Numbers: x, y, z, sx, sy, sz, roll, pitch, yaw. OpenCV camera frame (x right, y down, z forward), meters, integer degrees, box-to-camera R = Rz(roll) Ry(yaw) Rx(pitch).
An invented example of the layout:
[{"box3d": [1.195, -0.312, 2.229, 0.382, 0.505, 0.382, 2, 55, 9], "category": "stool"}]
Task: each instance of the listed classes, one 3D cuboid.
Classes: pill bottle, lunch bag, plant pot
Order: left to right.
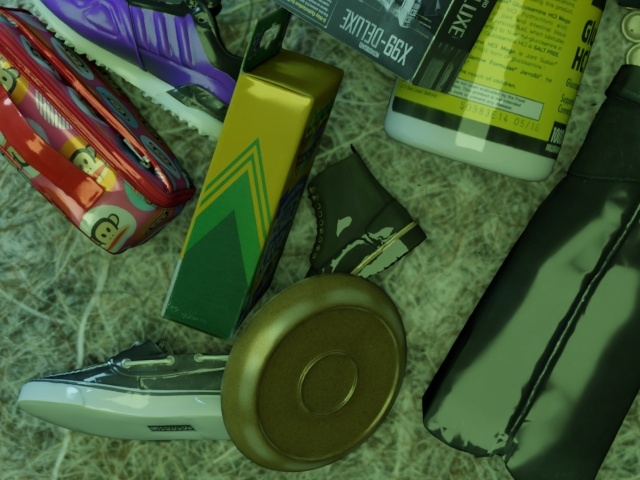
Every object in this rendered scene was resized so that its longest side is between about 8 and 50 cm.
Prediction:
[{"box3d": [-0.276, -0.117, 1.569, 0.120, 0.258, 0.293, -44, 90, 8], "category": "lunch bag"}, {"box3d": [0.003, 0.150, 1.603, 0.236, 0.032, 0.236, -13, 115, -29], "category": "plant pot"}, {"box3d": [0.198, -0.242, 1.541, 0.188, 0.188, 0.334, 17, 97, 5], "category": "pill bottle"}]

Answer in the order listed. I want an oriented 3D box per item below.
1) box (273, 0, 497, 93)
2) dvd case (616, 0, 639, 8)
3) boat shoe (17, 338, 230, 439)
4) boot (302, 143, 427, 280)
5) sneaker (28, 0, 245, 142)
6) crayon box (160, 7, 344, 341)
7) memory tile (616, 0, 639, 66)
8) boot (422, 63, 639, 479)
[{"box3d": [0.054, -0.323, 1.484, 0.307, 0.076, 0.242, 34, 106, 31], "category": "box"}, {"box3d": [0.431, -0.293, 1.531, 0.239, 0.179, 0.029, 8, 140, 5], "category": "dvd case"}, {"box3d": [-0.192, 0.162, 1.670, 0.301, 0.108, 0.102, -1, 63, 16], "category": "boat shoe"}, {"box3d": [0.000, 0.000, 1.650, 0.198, 0.077, 0.137, -35, 86, -5], "category": "boot"}, {"box3d": [-0.183, -0.242, 1.632, 0.293, 0.102, 0.146, 35, 98, -5], "category": "sneaker"}, {"box3d": [-0.060, -0.077, 1.551, 0.083, 0.203, 0.323, 20, 107, 5], "category": "crayon box"}, {"box3d": [0.379, -0.256, 1.608, 0.113, 0.012, 0.148, -7, 95, 7], "category": "memory tile"}, {"box3d": [0.361, 0.092, 1.570, 0.367, 0.146, 0.445, 31, 94, 13], "category": "boot"}]
